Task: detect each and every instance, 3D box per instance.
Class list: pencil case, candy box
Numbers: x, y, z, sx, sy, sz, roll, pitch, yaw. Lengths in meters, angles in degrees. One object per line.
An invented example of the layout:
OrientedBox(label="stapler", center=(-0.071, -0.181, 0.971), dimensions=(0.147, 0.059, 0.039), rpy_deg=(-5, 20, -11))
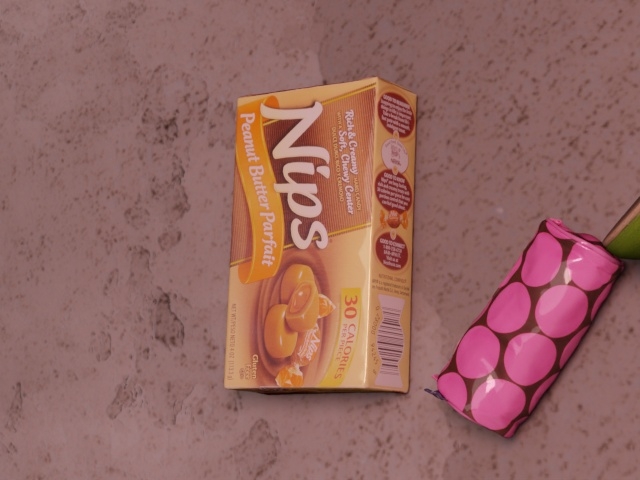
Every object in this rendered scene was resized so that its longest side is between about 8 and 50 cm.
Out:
OrientedBox(label="pencil case", center=(0.191, 0.078, 1.305), dimensions=(0.209, 0.095, 0.098), rpy_deg=(-56, 41, 11))
OrientedBox(label="candy box", center=(0.000, 0.000, 1.451), dimensions=(0.182, 0.087, 0.317), rpy_deg=(-4, 78, 35))

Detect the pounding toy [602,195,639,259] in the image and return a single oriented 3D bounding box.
OrientedBox(label="pounding toy", center=(0.358, -0.050, 1.183), dimensions=(0.110, 0.183, 0.237), rpy_deg=(42, 104, 7))
